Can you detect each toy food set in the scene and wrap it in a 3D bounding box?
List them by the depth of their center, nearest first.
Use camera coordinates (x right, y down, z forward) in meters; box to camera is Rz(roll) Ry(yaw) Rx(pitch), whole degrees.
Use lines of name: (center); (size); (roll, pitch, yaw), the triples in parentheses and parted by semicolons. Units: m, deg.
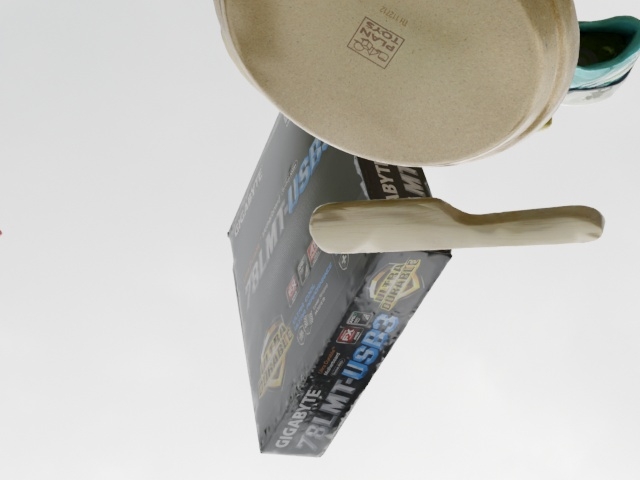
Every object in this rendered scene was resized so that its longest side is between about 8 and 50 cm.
toy food set: (0.020, -0.076, 0.392); (0.132, 0.192, 0.038); (-1, -135, 30)

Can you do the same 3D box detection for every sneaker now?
sneaker: (0.227, -0.198, 1.306); (0.275, 0.110, 0.107); (-15, -104, -17)

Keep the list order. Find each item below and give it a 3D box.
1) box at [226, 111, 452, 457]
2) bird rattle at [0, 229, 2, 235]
box: (0.000, 0.000, 1.120); (0.073, 0.295, 0.293); (8, -136, -23)
bird rattle: (-0.445, -0.063, 1.214); (0.143, 0.207, 0.253); (-13, -93, 15)
